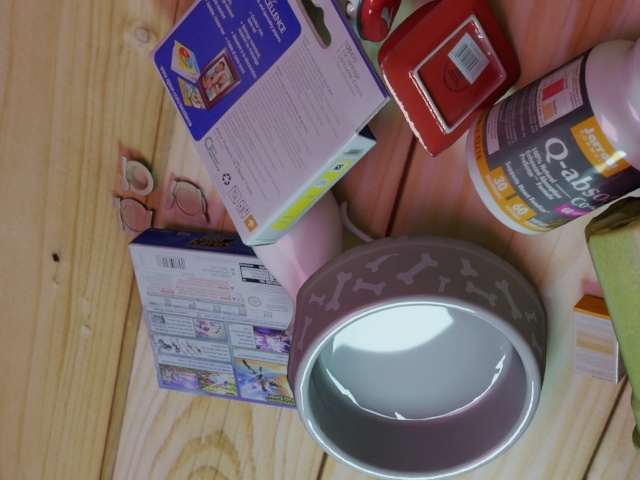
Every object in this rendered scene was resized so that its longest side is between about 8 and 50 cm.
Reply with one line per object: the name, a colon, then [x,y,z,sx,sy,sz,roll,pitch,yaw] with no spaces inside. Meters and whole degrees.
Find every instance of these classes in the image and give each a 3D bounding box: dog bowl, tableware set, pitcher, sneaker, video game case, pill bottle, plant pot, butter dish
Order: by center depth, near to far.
plant pot: [0.417,0.064,1.790,0.276,0.276,0.254,-19,101,42]
pill bottle: [0.307,-0.125,1.827,0.278,0.162,0.162,-29,97,44]
sneaker: [0.113,-0.324,1.897,0.118,0.107,0.279,27,135,3]
butter dish: [0.128,-0.209,1.920,0.118,0.160,0.160,32,162,51]
dog bowl: [0.121,0.162,2.078,0.348,0.102,0.349,1,125,1]
pitcher: [0.000,0.000,2.165,0.125,0.177,0.207,138,112,-73]
video game case: [-0.126,0.111,2.347,0.269,0.061,0.244,6,119,27]
tableware set: [-0.234,-0.042,2.376,0.168,0.020,0.141,26,129,22]

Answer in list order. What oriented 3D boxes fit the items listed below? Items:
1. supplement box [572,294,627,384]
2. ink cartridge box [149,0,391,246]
supplement box: [0.346,0.122,2.034,0.062,0.036,0.098,15,124,29]
ink cartridge box: [-0.054,-0.202,2.037,0.307,0.072,0.304,-42,65,35]
